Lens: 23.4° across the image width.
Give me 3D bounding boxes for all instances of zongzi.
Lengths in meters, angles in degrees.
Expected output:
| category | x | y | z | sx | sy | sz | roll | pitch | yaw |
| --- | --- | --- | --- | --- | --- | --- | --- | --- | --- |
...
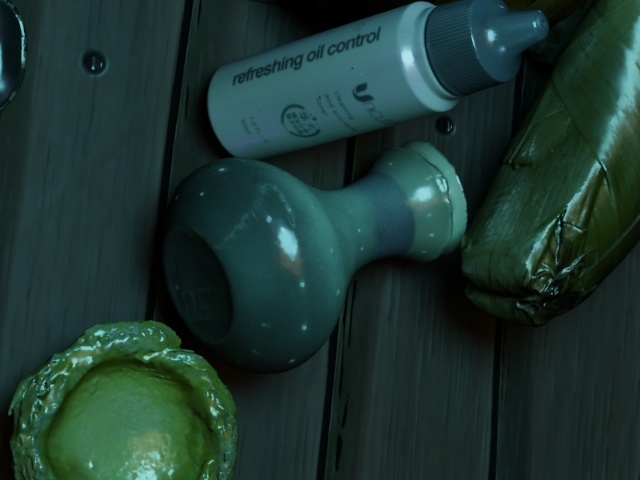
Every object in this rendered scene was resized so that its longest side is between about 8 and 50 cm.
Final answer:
| category | x | y | z | sx | sy | sz | roll | pitch | yaw |
| --- | --- | --- | --- | --- | --- | --- | --- | --- | --- |
| zongzi | 0.220 | -0.104 | 1.301 | 0.274 | 0.145 | 0.300 | -43 | 143 | -36 |

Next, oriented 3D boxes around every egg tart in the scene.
| category | x | y | z | sx | sy | sz | roll | pitch | yaw |
| --- | --- | --- | --- | --- | --- | --- | --- | --- | --- |
| egg tart | -0.162 | 0.162 | 1.252 | 0.197 | 0.078 | 0.197 | 1 | 87 | -22 |

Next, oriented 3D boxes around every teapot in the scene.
| category | x | y | z | sx | sy | sz | roll | pitch | yaw |
| --- | --- | --- | --- | --- | --- | --- | --- | --- | --- |
| teapot | 0.000 | 0.000 | 1.290 | 0.250 | 0.183 | 0.184 | -20 | 93 | -33 |

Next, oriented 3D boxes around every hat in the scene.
| category | x | y | z | sx | sy | sz | roll | pitch | yaw |
| --- | --- | --- | --- | --- | --- | --- | --- | --- | --- |
| hat | -0.291 | -0.147 | 1.240 | 0.121 | 0.050 | 0.121 | 0 | 90 | -20 |

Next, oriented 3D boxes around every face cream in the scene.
| category | x | y | z | sx | sy | sz | roll | pitch | yaw |
| --- | --- | --- | --- | --- | --- | --- | --- | --- | --- |
| face cream | 0.048 | -0.134 | 1.237 | 0.092 | 0.311 | 0.092 | 15 | 70 | -48 |

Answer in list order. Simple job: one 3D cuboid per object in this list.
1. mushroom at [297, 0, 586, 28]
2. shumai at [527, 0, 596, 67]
| category | x | y | z | sx | sy | sz | roll | pitch | yaw |
| --- | --- | --- | --- | --- | --- | --- | --- | --- | --- |
| mushroom | 0.088 | -0.321 | 1.307 | 0.334 | 0.356 | 0.331 | -3 | 123 | -21 |
| shumai | 0.260 | -0.250 | 1.427 | 0.184 | 0.142 | 0.184 | 4 | 81 | -22 |
